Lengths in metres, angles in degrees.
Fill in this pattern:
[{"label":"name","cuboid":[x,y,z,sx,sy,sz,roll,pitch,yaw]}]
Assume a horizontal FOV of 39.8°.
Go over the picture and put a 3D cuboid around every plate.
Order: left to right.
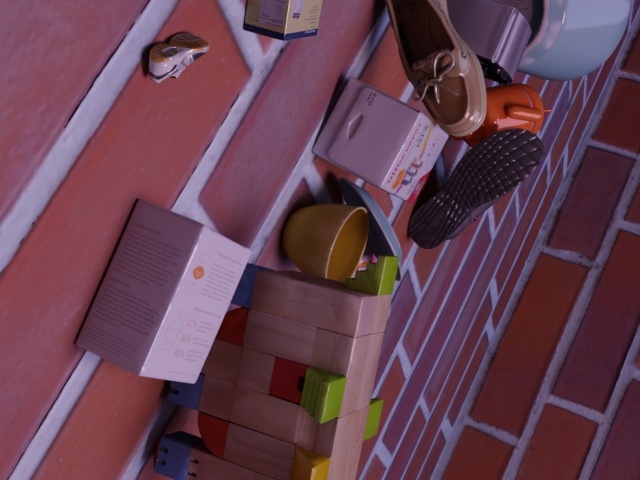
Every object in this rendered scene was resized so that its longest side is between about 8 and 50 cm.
[{"label":"plate","cuboid":[0.086,-0.022,1.392,0.024,0.188,0.188,-29,148,-6]}]

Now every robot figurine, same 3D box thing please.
[{"label":"robot figurine","cuboid":[0.375,-0.259,1.841,0.219,0.128,0.158,-15,156,-27]}]

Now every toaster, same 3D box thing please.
[{"label":"toaster","cuboid":[0.265,-0.345,1.509,0.168,0.185,0.110,5,109,-66]}]

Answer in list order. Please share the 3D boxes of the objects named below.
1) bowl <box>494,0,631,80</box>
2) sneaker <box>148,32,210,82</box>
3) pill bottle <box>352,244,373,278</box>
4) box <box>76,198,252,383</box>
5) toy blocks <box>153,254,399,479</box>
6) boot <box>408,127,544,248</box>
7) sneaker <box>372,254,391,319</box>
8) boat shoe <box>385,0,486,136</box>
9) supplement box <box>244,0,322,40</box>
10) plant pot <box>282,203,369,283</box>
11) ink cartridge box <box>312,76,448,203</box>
[{"label":"bowl","cuboid":[0.390,-0.439,1.628,0.163,0.311,0.312,-19,129,-37]},{"label":"sneaker","cuboid":[-0.148,-0.186,0.905,0.083,0.032,0.037,-34,153,-47]},{"label":"pill bottle","cuboid":[0.032,0.077,1.463,0.086,0.086,0.152,-27,133,-59]},{"label":"box","cuboid":[-0.169,0.060,0.978,0.171,0.091,0.130,-67,157,-5]},{"label":"toy blocks","cuboid":[-0.072,0.179,1.119,0.190,0.260,0.382,1,101,-64]},{"label":"boot","cuboid":[0.338,-0.118,1.858,0.338,0.118,0.222,-38,171,25]},{"label":"sneaker","cuboid":[0.074,0.107,1.587,0.111,0.102,0.252,-53,159,-44]},{"label":"boat shoe","cuboid":[0.154,-0.284,1.289,0.089,0.104,0.285,-5,70,-56]},{"label":"supplement box","cuboid":[-0.040,-0.282,1.026,0.083,0.056,0.083,-30,136,-57]},{"label":"plant pot","cuboid":[0.000,0.000,1.310,0.134,0.095,0.134,-49,150,-41]},{"label":"ink cartridge box","cuboid":[0.094,-0.148,1.342,0.128,0.127,0.176,-62,158,6]}]
